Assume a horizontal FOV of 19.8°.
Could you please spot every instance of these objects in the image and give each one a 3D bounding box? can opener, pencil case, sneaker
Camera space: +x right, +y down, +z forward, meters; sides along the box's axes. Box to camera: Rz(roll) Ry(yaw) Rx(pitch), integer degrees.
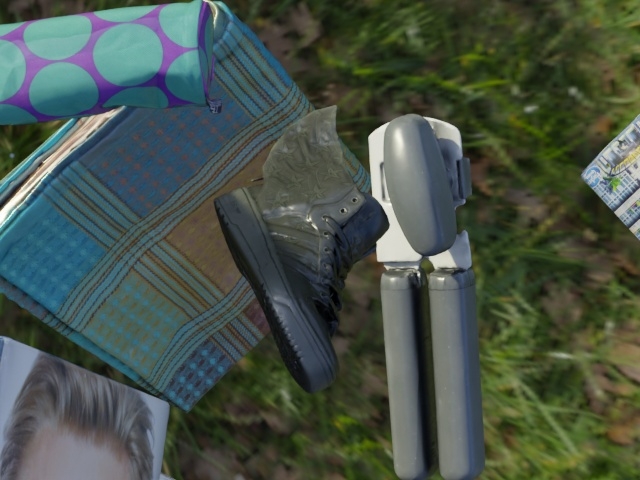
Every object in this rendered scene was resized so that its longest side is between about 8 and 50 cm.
[{"bbox_3d":[0.072,0.047,1.366,0.076,0.095,0.283,-1,96,24],"label":"can opener"},{"bbox_3d":[-0.134,-0.097,1.051,0.151,0.070,0.064,-7,62,-1],"label":"pencil case"},{"bbox_3d":[0.000,0.002,0.984,0.089,0.170,0.051,-21,138,-10],"label":"sneaker"}]

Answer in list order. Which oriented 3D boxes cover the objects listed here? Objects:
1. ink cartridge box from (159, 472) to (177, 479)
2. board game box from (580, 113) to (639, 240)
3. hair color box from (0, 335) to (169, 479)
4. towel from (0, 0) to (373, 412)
[{"bbox_3d":[-0.138,0.212,1.257,0.201,0.278,0.117,24,80,16],"label":"ink cartridge box"},{"bbox_3d":[0.296,-0.029,1.231,0.194,0.060,0.194,49,128,8],"label":"board game box"},{"bbox_3d":[-0.184,0.233,0.943,0.105,0.174,0.347,0,75,25],"label":"hair color box"},{"bbox_3d":[-0.099,-0.012,1.454,0.271,0.370,0.040,-44,57,0],"label":"towel"}]
